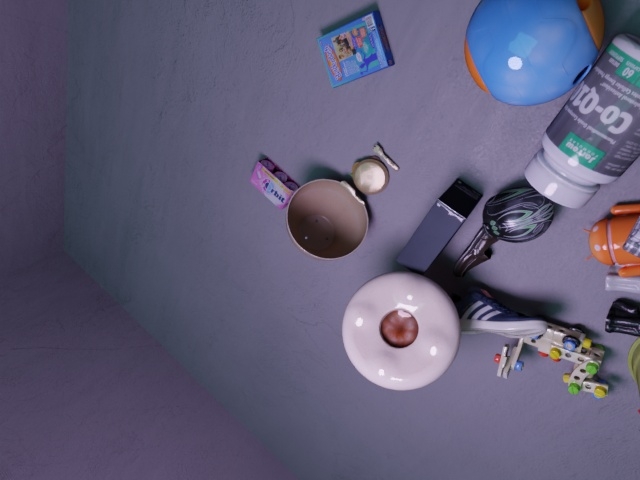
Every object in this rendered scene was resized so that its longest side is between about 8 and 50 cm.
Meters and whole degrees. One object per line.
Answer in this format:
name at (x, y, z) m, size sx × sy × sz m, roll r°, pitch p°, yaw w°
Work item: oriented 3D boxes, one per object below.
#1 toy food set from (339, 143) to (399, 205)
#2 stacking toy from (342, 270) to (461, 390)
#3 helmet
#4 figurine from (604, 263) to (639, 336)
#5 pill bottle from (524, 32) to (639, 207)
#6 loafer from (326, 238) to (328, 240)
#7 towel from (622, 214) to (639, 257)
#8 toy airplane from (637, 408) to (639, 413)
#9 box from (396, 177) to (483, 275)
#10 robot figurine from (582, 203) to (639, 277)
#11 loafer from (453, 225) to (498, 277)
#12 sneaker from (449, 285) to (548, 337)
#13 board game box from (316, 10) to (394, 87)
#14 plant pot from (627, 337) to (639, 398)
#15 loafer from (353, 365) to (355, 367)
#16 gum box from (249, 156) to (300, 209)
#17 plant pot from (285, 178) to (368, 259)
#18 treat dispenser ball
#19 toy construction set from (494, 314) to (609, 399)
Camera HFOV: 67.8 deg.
toy food set at (0.168, -0.220, 1.604) m, size 0.132 × 0.038 × 0.192 m, roll 45°, pitch 119°, yaw -1°
stacking toy at (0.288, 0.315, 1.592) m, size 0.351 × 0.480 × 0.350 m, roll -5°, pitch 73°, yaw 15°
helmet at (0.554, -0.072, 1.322) m, size 0.162 × 0.169 × 0.169 m, roll -4°, pitch 112°, yaw 56°
figurine at (0.867, 0.161, 1.235) m, size 0.210 × 0.092 × 0.214 m, roll 8°, pitch 118°, yaw 43°
pill bottle at (0.654, -0.262, 1.101) m, size 0.204 × 0.204 × 0.361 m, roll 37°, pitch 130°, yaw 15°
loafer at (0.000, 0.000, 1.847) m, size 0.125 × 0.039 × 0.045 m, roll 2°, pitch 149°, yaw 33°
towel at (0.848, -0.045, 1.049) m, size 0.235 × 0.283 × 0.121 m, roll 32°, pitch 166°, yaw 26°
toy airplane at (1.019, 0.556, 1.401) m, size 0.151 × 0.028 × 0.151 m, roll 18°, pitch 123°, yaw 30°
box at (0.362, -0.037, 1.458) m, size 0.103 × 0.184 × 0.261 m, roll 39°, pitch 132°, yaw 14°
robot figurine at (0.785, -0.001, 1.199) m, size 0.220 × 0.128 × 0.158 m, roll -8°, pitch 115°, yaw 39°
loafer at (0.487, 0.044, 1.478) m, size 0.078 × 0.080 × 0.220 m, roll 36°, pitch 130°, yaw 16°
sneaker at (0.528, 0.215, 1.477) m, size 0.350 × 0.131 × 0.148 m, roll -7°, pitch 65°, yaw 50°
board game box at (0.104, -0.574, 1.446) m, size 0.210 × 0.047 × 0.160 m, roll -7°, pitch 110°, yaw 38°
plant pot at (0.941, 0.400, 1.219) m, size 0.276 × 0.254 × 0.276 m, roll 17°, pitch 122°, yaw 28°
loafer at (0.179, 0.472, 1.960) m, size 0.061 × 0.062 × 0.170 m, roll 26°, pitch 129°, yaw 17°
gum box at (-0.175, -0.217, 1.840) m, size 0.188 × 0.062 × 0.107 m, roll 43°, pitch 132°, yaw 10°
plant pot at (0.006, -0.052, 1.688) m, size 0.284 × 0.284 × 0.191 m, roll 50°, pitch 162°, yaw 3°
treat dispenser ball at (0.475, -0.452, 1.073) m, size 0.288 × 0.288 × 0.288 m, roll 18°, pitch 123°, yaw 29°
toy construction set at (0.709, 0.357, 1.454) m, size 0.328 × 0.151 × 0.215 m, roll 8°, pitch 119°, yaw 21°
